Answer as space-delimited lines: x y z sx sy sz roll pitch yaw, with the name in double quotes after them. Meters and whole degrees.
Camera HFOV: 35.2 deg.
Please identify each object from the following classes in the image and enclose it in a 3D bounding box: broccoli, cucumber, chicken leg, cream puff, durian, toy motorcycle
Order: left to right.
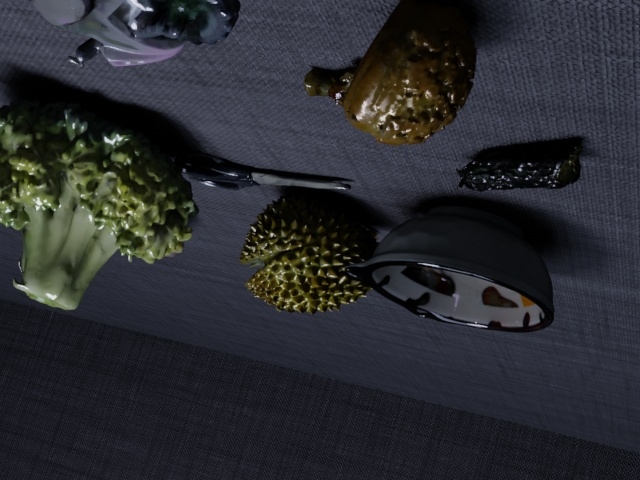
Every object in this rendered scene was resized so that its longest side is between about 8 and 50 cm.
-0.230 -0.256 0.904 0.327 0.143 0.188 28 162 -10 "toy motorcycle"
-0.358 -0.041 1.479 0.347 0.281 0.293 19 163 -2 "broccoli"
0.000 0.000 1.527 0.193 0.237 0.138 29 130 36 "durian"
0.052 -0.157 1.080 0.178 0.070 0.093 20 -166 37 "chicken leg"
0.088 -0.151 0.933 0.103 0.144 0.126 29 -162 2 "cream puff"
0.228 -0.083 1.165 0.053 0.053 0.181 29 162 -35 "cucumber"

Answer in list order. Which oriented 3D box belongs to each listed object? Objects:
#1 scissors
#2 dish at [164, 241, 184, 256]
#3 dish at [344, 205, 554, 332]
-0.085 -0.093 1.498 0.300 0.022 0.109 6 164 30 "scissors"
-0.350 -0.042 1.835 0.229 0.081 0.229 12 164 4 "dish"
0.203 0.032 1.433 0.303 0.120 0.303 16 164 5 "dish"
